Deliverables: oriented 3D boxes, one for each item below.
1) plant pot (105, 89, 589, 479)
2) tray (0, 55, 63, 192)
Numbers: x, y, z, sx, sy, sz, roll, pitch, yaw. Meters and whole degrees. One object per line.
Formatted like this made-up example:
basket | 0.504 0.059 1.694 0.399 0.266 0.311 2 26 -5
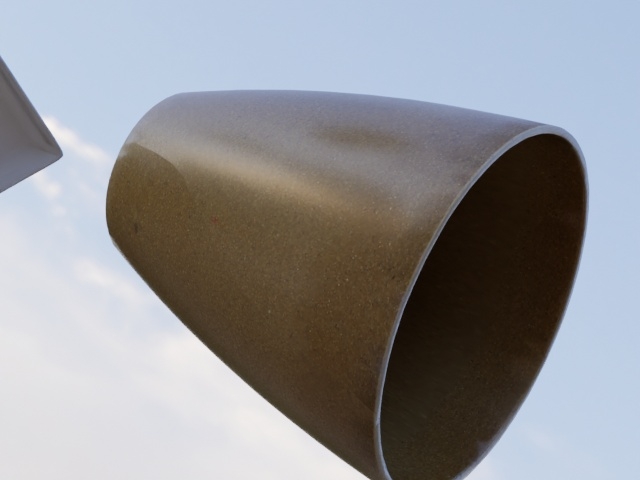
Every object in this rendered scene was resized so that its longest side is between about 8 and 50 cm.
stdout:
plant pot | 0.000 0.000 1.053 0.254 0.237 0.237 24 -30 29
tray | -0.397 -0.162 1.760 0.270 0.145 0.030 59 3 -27
